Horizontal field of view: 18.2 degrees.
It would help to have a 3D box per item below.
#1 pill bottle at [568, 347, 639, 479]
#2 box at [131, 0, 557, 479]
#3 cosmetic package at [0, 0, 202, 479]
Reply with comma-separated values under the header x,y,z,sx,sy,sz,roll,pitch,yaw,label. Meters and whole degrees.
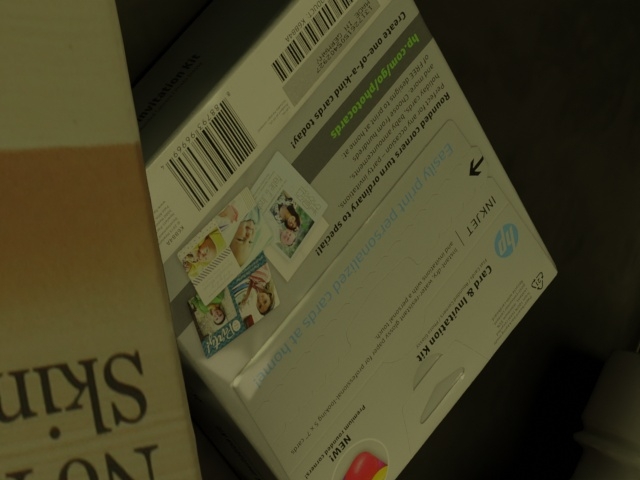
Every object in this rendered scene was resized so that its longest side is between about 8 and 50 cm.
x,y,z,sx,sy,sz,roll,pitch,yaw,label
0.121,0.168,0.815,0.131,0.131,0.229,28,84,-46,pill bottle
0.000,0.000,0.703,0.145,0.038,0.186,-50,132,-19,box
-0.121,0.048,0.452,0.153,0.129,0.296,-9,86,-40,cosmetic package
